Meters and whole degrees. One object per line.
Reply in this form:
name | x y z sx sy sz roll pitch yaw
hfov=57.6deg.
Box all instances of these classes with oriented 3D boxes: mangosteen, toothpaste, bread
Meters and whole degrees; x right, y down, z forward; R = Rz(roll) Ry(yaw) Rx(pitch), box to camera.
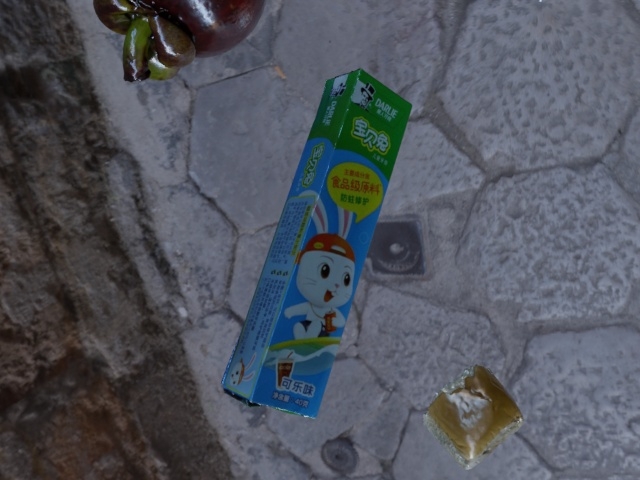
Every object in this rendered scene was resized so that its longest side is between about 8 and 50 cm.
mangosteen | -0.190 -0.317 0.762 0.215 0.215 0.257 28 88 8
toothpaste | 0.000 0.000 0.458 0.065 0.267 0.050 25 167 -30
bread | 0.218 0.246 0.830 0.125 0.106 0.082 -34 130 -10
